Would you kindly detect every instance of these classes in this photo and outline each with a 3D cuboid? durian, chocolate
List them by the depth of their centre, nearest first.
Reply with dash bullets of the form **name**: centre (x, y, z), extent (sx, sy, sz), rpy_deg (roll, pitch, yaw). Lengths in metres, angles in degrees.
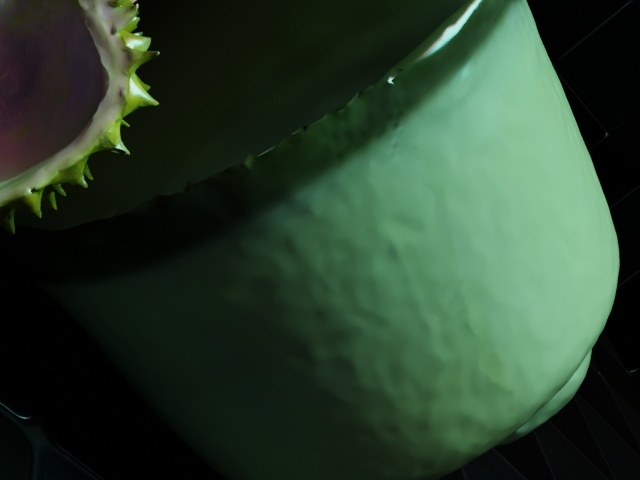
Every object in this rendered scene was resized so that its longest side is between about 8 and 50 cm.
- **durian**: centre (-0.181, -0.069, 0.598), extent (0.165, 0.182, 0.132), rpy_deg (-130, -143, -50)
- **chocolate**: centre (0.000, 0.000, 0.757), extent (0.326, 0.314, 0.297), rpy_deg (11, -45, 45)

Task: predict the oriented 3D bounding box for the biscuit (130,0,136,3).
- **biscuit**: centre (-0.137, -0.193, 1.233), extent (0.335, 0.078, 0.329), rpy_deg (49, 18, 2)
